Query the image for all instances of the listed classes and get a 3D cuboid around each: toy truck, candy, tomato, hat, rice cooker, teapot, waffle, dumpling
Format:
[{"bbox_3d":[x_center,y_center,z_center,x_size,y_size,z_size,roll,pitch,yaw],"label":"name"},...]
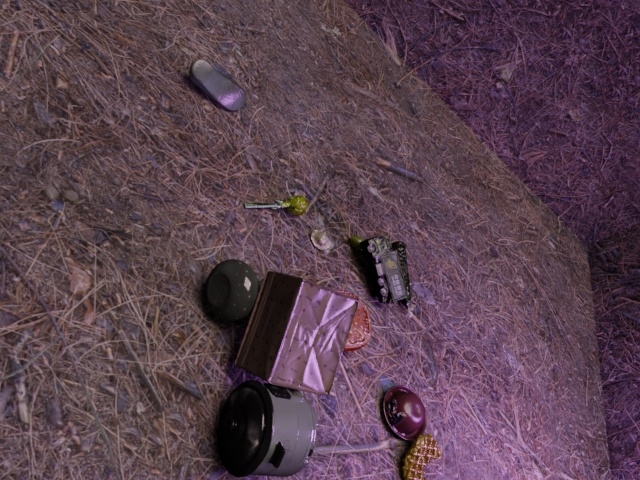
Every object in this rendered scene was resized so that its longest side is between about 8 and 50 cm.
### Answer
[{"bbox_3d":[0.239,0.111,2.309,0.121,0.088,0.259,-16,91,-26],"label":"toy truck"},{"bbox_3d":[-0.158,-0.128,2.150,0.262,0.077,0.073,-3,64,-37],"label":"candy"},{"bbox_3d":[0.065,0.279,2.068,0.236,0.095,0.237,20,52,-28],"label":"tomato"},{"bbox_3d":[0.307,0.595,2.102,0.205,0.089,0.206,24,50,-32],"label":"hat"},{"bbox_3d":[-0.151,0.500,1.592,0.227,0.241,0.280,22,6,-37],"label":"rice cooker"},{"bbox_3d":[-0.217,0.153,1.821,0.250,0.183,0.184,10,57,-53],"label":"teapot"},{"bbox_3d":[0.344,0.756,2.045,0.194,0.051,0.149,-43,109,-41],"label":"waffle"},{"bbox_3d":[-0.001,0.000,2.236,0.052,0.057,0.076,42,-4,44],"label":"dumpling"}]

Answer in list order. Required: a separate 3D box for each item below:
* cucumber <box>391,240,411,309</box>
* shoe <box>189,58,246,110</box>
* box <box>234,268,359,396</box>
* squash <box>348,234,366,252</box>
[{"bbox_3d":[0.328,0.141,2.447,0.067,0.067,0.294,21,53,-35],"label":"cucumber"},{"bbox_3d":[-0.384,-0.572,2.202,0.251,0.103,0.100,35,-1,-42],"label":"shoe"},{"bbox_3d":[-0.064,0.262,1.704,0.225,0.190,0.297,23,83,-35],"label":"box"},{"bbox_3d":[0.194,0.041,2.383,0.201,0.066,0.066,34,44,-16],"label":"squash"}]
